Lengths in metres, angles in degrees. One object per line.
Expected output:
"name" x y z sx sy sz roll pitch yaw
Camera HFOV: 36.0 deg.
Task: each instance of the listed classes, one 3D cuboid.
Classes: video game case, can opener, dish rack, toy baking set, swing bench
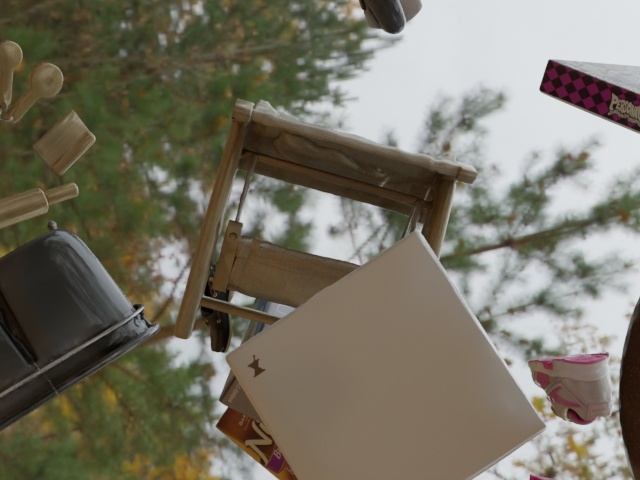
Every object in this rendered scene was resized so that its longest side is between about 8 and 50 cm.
"video game case" 0.374 -0.129 0.990 0.232 0.210 0.042 37 -58 48
"can opener" 0.056 -0.392 1.201 0.095 0.076 0.284 -104 174 -72
"dish rack" -0.203 0.073 0.513 0.074 0.208 0.271 60 -17 -3
"toy baking set" -0.355 -0.095 1.007 0.030 0.256 0.197 27 -45 45
"swing bench" 0.000 0.000 1.061 0.165 0.253 0.255 -120 -134 -82

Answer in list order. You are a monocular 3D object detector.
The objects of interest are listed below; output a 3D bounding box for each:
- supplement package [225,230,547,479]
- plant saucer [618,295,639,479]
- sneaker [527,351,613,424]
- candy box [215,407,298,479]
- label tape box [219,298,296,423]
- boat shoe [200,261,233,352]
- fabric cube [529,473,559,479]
"supplement package" 0.067 0.134 0.842 0.175 0.177 0.293 58 3 15
"plant saucer" 0.309 0.095 0.512 0.310 0.050 0.311 0 -90 28
"sneaker" 0.404 0.242 1.595 0.252 0.102 0.111 76 6 -83
"candy box" -0.059 0.300 1.528 0.186 0.053 0.109 36 -81 18
"label tape box" 0.056 0.184 1.322 0.106 0.333 0.241 -58 -172 31
"boat shoe" -0.135 0.088 1.264 0.049 0.042 0.133 -132 -141 -51
"fabric cube" 0.318 0.430 0.995 0.254 0.258 0.259 -71 163 -45
